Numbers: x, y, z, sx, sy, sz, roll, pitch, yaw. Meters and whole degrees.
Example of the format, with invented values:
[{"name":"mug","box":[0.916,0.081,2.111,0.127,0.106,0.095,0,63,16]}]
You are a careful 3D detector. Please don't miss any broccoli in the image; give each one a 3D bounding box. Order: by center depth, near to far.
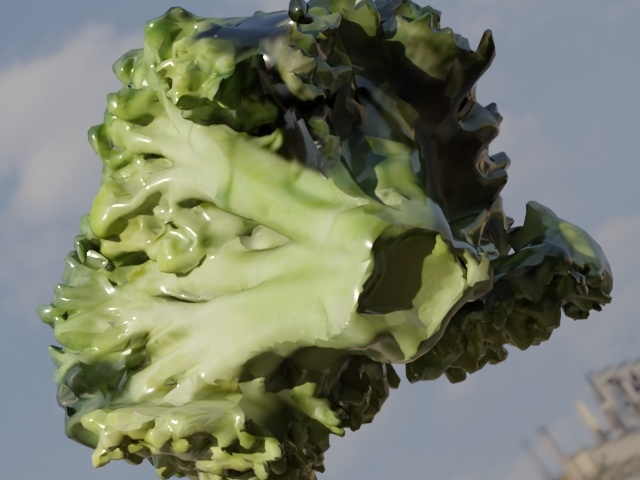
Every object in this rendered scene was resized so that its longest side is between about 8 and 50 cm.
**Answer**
[{"name":"broccoli","box":[-0.010,0.001,1.084,0.348,0.281,0.293,-38,-70,-19]}]
